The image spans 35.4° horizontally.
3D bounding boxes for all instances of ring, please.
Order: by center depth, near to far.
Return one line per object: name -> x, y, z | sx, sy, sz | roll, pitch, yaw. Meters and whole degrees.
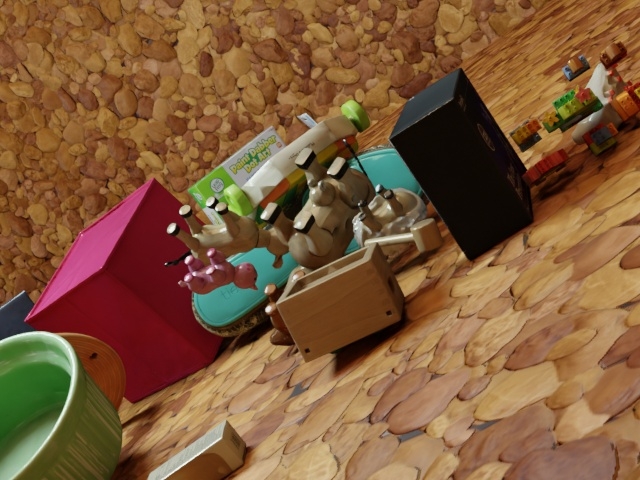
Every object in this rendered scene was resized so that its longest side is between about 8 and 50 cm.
ring -> -0.477, 0.278, 1.640 | 0.336, 0.032, 0.337 | -26, -40, -24

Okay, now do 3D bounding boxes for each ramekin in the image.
ramekin -> -0.429, 0.292, 1.413 | 0.303, 0.148, 0.303 | -20, 39, 17

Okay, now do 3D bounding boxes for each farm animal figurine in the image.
farm animal figurine -> -0.034, 0.008, 1.488 | 0.327, 0.172, 0.330 | -46, 46, -4

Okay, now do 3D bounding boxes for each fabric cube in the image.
fabric cube -> -0.325, 0.096, 1.827 | 0.259, 0.258, 0.254 | -30, 27, 37

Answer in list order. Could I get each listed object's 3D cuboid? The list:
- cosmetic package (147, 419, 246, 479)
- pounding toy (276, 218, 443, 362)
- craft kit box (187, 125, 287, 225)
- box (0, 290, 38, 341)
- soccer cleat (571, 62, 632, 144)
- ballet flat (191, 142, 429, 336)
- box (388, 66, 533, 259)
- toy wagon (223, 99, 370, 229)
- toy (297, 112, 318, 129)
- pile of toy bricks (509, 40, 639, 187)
cosmetic package -> -0.142, 0.260, 1.140 | 0.115, 0.041, 0.060 | -36, 9, 7
pounding toy -> 0.068, 0.057, 1.252 | 0.206, 0.094, 0.181 | -26, 6, 10
craft kit box -> -0.132, -0.092, 2.282 | 0.250, 0.247, 0.061 | -42, 9, -27
box -> -0.590, 0.284, 1.943 | 0.183, 0.294, 0.296 | -43, 11, -35
soccer cleat -> 0.384, -0.193, 1.387 | 0.076, 0.068, 0.196 | -35, 11, 32
ballet flat -> 0.000, 0.000, 1.668 | 0.482, 0.164, 0.182 | -36, -16, 17
box -> 0.189, -0.111, 1.321 | 0.103, 0.184, 0.261 | -34, 9, 18
toy wagon -> -0.044, -0.107, 1.728 | 0.267, 0.068, 0.344 | -37, -7, -13
toy -> 0.033, -0.156, 2.027 | 0.056, 0.237, 0.137 | -49, 9, -3
pile of toy bricks -> 0.322, -0.165, 1.250 | 0.212, 0.118, 0.105 | -36, -11, 12
